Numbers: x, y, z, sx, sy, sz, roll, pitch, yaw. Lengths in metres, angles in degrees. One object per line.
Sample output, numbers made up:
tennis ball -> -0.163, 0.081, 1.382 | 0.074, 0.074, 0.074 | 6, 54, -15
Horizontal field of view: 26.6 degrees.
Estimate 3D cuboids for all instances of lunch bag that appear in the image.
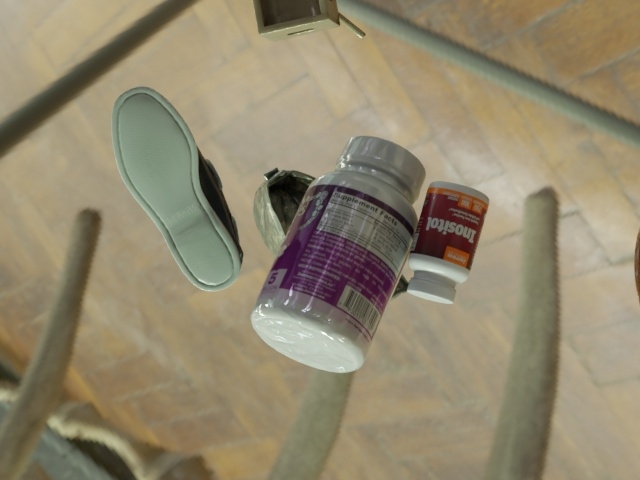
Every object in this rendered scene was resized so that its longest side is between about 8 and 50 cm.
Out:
lunch bag -> 0.000, 0.000, 2.271 | 0.287, 0.169, 0.235 | 55, 172, -2

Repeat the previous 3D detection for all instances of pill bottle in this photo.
pill bottle -> 0.034, 0.013, 1.847 | 0.169, 0.301, 0.169 | 20, 156, 9
pill bottle -> 0.167, 0.004, 1.806 | 0.086, 0.152, 0.086 | 16, 173, 2

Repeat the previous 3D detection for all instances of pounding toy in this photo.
pounding toy -> -0.020, -0.358, 2.027 | 0.141, 0.100, 0.130 | -10, 87, 14

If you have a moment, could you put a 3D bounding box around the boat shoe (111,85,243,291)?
boat shoe -> -0.195, -0.075, 1.841 | 0.091, 0.114, 0.302 | -92, -16, -70

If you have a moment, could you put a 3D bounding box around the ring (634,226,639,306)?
ring -> 0.549, 0.082, 1.817 | 0.032, 0.336, 0.336 | -31, 94, 49
